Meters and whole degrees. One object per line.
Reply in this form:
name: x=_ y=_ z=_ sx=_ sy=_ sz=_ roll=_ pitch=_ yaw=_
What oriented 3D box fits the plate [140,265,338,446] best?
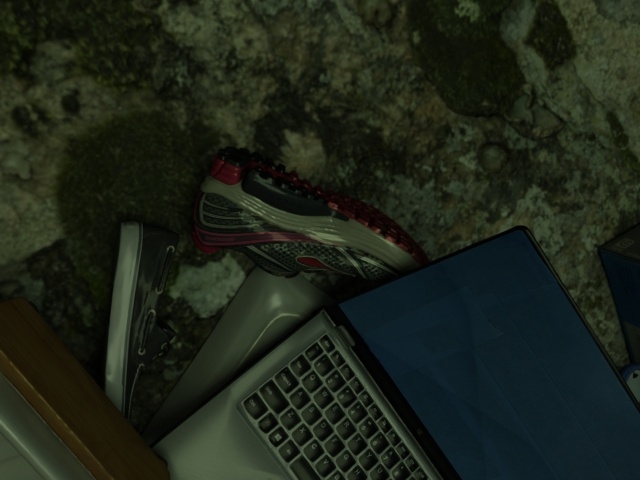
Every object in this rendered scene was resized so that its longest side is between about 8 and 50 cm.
plate: x=-0.032 y=0.203 z=0.853 sx=0.278 sy=0.045 sz=0.277 roll=35 pitch=89 yaw=-22

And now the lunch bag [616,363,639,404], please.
lunch bag: x=0.396 y=0.330 z=0.943 sx=0.243 sy=0.115 sz=0.303 roll=43 pitch=63 yaw=-23

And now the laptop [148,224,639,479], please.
laptop: x=0.103 y=0.258 z=0.727 sx=0.408 sy=0.236 sz=0.382 roll=-37 pitch=100 yaw=-17

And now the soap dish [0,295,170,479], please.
soap dish: x=-0.301 y=0.201 z=0.670 sx=0.229 sy=0.118 sz=0.291 roll=-22 pitch=112 yaw=24

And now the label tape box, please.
label tape box: x=0.598 y=0.047 z=1.018 sx=0.334 sy=0.106 sz=0.240 roll=-29 pitch=110 yaw=-12

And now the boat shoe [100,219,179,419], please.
boat shoe: x=-0.194 y=0.093 z=0.757 sx=0.076 sy=0.080 sz=0.228 roll=6 pitch=91 yaw=-20

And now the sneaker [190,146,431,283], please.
sneaker: x=0.000 y=0.000 z=0.792 sx=0.299 sy=0.121 sz=0.112 roll=24 pitch=106 yaw=-16
